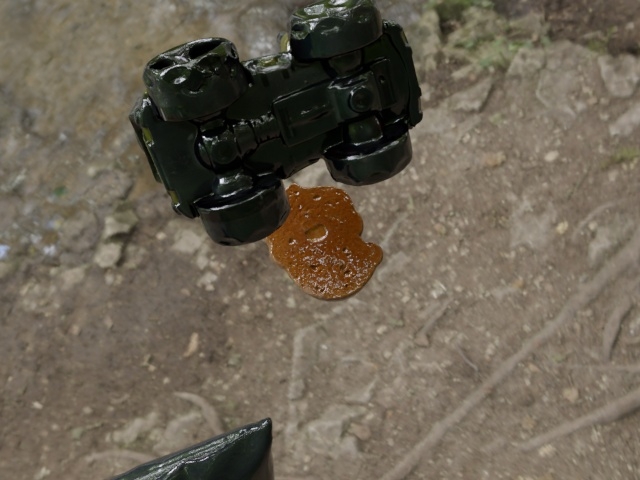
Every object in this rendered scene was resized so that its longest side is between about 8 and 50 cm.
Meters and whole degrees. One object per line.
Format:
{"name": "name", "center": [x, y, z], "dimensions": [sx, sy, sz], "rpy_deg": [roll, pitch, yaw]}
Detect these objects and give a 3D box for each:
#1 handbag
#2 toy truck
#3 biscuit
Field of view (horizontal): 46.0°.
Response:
{"name": "handbag", "center": [-0.146, 0.274, 0.656], "dimensions": [0.254, 0.211, 0.088], "rpy_deg": [-19, 36, -17]}
{"name": "toy truck", "center": [-0.041, -0.111, 0.615], "dimensions": [0.224, 0.147, 0.165], "rpy_deg": [-23, 28, -7]}
{"name": "biscuit", "center": [0.000, 0.000, 0.759], "dimensions": [0.102, 0.019, 0.130], "rpy_deg": [-36, 79, -9]}
